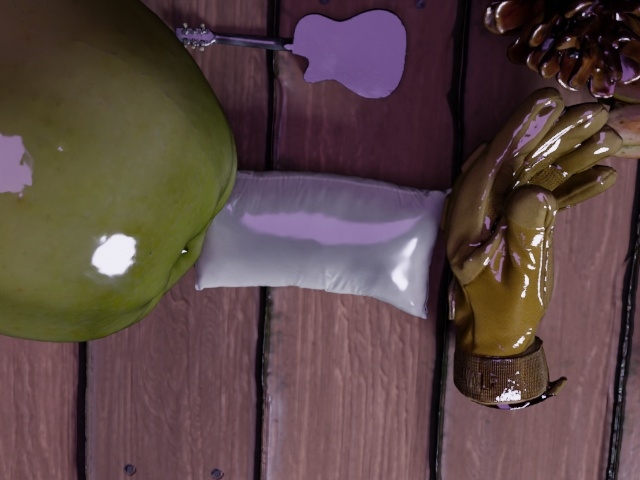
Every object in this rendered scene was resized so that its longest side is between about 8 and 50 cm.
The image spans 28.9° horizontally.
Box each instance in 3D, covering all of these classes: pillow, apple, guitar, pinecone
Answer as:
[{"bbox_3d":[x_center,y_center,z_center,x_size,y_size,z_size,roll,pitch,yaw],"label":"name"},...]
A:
[{"bbox_3d":[0.001,0.001,1.250,0.254,0.078,0.144,6,108,0],"label":"pillow"},{"bbox_3d":[-0.251,-0.079,1.105,0.357,0.357,0.357,0,103,2],"label":"apple"},{"bbox_3d":[-0.029,-0.194,1.232,0.233,0.025,0.088,6,104,0],"label":"guitar"},{"bbox_3d":[0.237,-0.221,1.099,0.208,0.208,0.208,0,103,2],"label":"pinecone"}]

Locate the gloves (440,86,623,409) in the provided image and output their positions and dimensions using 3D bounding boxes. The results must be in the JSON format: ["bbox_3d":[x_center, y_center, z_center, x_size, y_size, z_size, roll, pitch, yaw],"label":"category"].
[{"bbox_3d":[0.186,0.005,1.196,0.141,0.154,0.331,24,121,36],"label":"gloves"}]

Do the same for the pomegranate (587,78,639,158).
[{"bbox_3d":[0.399,-0.120,1.149,0.302,0.236,0.236,0,103,14],"label":"pomegranate"}]
